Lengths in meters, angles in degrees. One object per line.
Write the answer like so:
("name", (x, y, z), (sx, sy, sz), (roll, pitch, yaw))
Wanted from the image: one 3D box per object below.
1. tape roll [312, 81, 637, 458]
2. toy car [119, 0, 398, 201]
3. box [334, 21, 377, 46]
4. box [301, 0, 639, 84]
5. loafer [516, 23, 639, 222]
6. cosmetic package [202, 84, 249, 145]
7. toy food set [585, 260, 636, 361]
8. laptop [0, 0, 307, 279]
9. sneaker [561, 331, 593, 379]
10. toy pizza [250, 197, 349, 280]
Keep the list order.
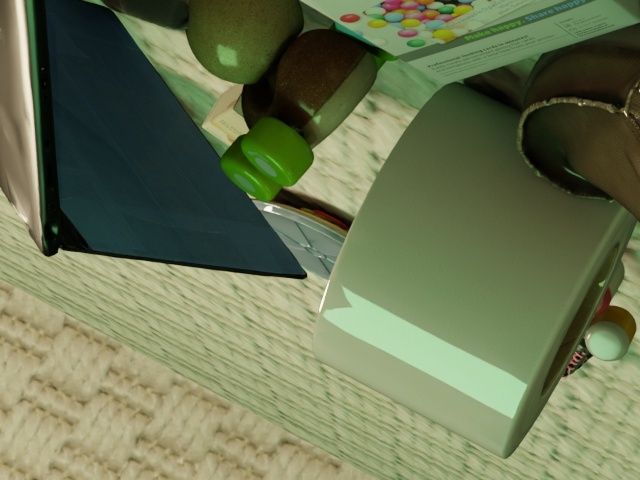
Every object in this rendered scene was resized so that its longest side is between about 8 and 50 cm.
("tape roll", (0.125, 0.022, 1.437), (0.169, 0.246, 0.246), (27, 167, 14))
("toy car", (-0.054, -0.151, 1.400), (0.188, 0.155, 0.149), (41, 165, -7))
("box", (0.050, -0.192, 1.198), (0.100, 0.060, 0.244), (25, 166, 16))
("box", (0.082, -0.155, 1.103), (0.145, 0.038, 0.186), (-15, 155, 32))
("loafer", (0.221, -0.061, 1.177), (0.134, 0.130, 0.366), (34, 166, -18))
("cosmetic package", (-0.065, -0.115, 1.762), (0.060, 0.041, 0.115), (32, 166, -11))
("toy food set", (0.163, 0.039, 1.623), (0.232, 0.104, 0.111), (28, 125, 9))
("laptop", (-0.191, -0.188, 1.459), (0.382, 0.236, 0.408), (52, 153, 34))
("sneaker", (0.258, 0.114, 1.904), (0.047, 0.057, 0.119), (31, 166, 4))
("toy pizza", (0.000, 0.000, 2.072), (0.201, 0.032, 0.201), (25, 166, 7))
